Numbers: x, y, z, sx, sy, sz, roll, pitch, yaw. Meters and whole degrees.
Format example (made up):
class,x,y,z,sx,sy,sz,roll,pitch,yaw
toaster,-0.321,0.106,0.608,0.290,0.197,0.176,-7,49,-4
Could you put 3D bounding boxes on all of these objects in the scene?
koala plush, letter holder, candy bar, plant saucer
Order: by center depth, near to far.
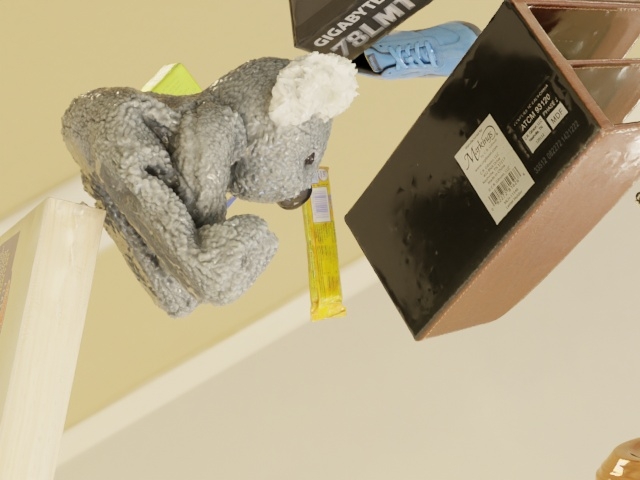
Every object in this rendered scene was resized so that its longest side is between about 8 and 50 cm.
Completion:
class,x,y,z,sx,sy,sz,roll,pitch,yaw
koala plush,-0.077,-0.078,1.110,0.203,0.221,0.196,56,160,-7
letter holder,0.202,-0.065,1.240,0.152,0.214,0.302,60,136,25
candy bar,0.000,0.000,1.344,0.018,0.040,0.161,161,103,-67
plant saucer,0.377,0.224,1.349,0.200,0.200,0.037,180,82,-79

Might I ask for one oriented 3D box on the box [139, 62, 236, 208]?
class,x,y,z,sx,sy,sz,roll,pitch,yaw
box,-0.163,-0.118,1.645,0.042,0.109,0.178,6,140,54

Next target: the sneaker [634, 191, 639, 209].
class,x,y,z,sx,sy,sz,roll,pitch,yaw
sneaker,0.343,-0.037,1.390,0.037,0.032,0.083,34,-174,9

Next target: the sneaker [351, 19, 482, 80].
class,x,y,z,sx,sy,sz,roll,pitch,yaw
sneaker,0.113,-0.227,1.654,0.209,0.082,0.069,5,115,48

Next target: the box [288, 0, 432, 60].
class,x,y,z,sx,sy,sz,roll,pitch,yaw
box,0.074,-0.355,1.205,0.295,0.073,0.293,-31,57,42

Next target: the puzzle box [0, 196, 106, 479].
class,x,y,z,sx,sy,sz,roll,pitch,yaw
puzzle box,-0.272,0.181,1.124,0.272,0.052,0.409,161,121,-66
